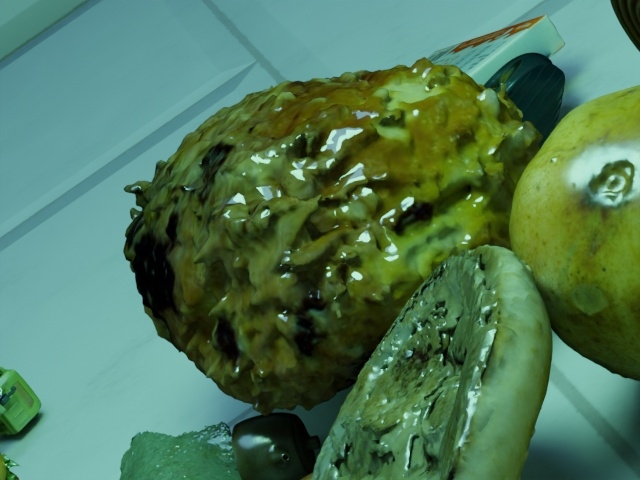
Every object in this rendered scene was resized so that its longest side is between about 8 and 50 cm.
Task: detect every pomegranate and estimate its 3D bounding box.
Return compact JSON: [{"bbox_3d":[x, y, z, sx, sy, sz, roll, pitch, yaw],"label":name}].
[{"bbox_3d":[0.277,-0.007,1.484,0.260,0.260,0.260,-29,22,13],"label":"pomegranate"}]

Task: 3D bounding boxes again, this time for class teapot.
[{"bbox_3d":[-0.031,0.187,1.746,0.068,0.076,0.121,-18,-2,13],"label":"teapot"}]

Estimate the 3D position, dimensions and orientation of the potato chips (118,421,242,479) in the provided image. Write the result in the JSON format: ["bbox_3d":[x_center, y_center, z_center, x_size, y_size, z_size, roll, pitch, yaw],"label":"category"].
[{"bbox_3d":[-0.135,0.227,1.828,0.228,0.059,0.167,-15,19,40],"label":"potato chips"}]

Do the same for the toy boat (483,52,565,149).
[{"bbox_3d":[0.180,-0.113,2.037,0.103,0.093,0.246,1,40,44],"label":"toy boat"}]

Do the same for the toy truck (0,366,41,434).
[{"bbox_3d":[-0.384,0.214,2.184,0.169,0.077,0.100,-45,21,-29],"label":"toy truck"}]

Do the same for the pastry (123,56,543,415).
[{"bbox_3d":[0.000,0.004,1.771,0.405,0.292,0.337,-6,17,38],"label":"pastry"}]

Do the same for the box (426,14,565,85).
[{"bbox_3d":[0.106,-0.142,2.194,0.265,0.048,0.273,-38,12,-20],"label":"box"}]

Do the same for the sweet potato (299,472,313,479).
[{"bbox_3d":[0.036,0.192,1.655,0.202,0.055,0.058,-38,-16,-2],"label":"sweet potato"}]

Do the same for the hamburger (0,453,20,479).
[{"bbox_3d":[-0.398,0.285,1.928,0.246,0.170,0.246,-28,20,11],"label":"hamburger"}]

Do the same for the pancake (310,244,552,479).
[{"bbox_3d":[0.064,0.174,1.449,0.387,0.082,0.387,-59,13,23],"label":"pancake"}]

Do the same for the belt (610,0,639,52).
[{"bbox_3d":[0.400,-0.208,1.749,0.122,0.217,0.339,-40,24,-13],"label":"belt"}]
